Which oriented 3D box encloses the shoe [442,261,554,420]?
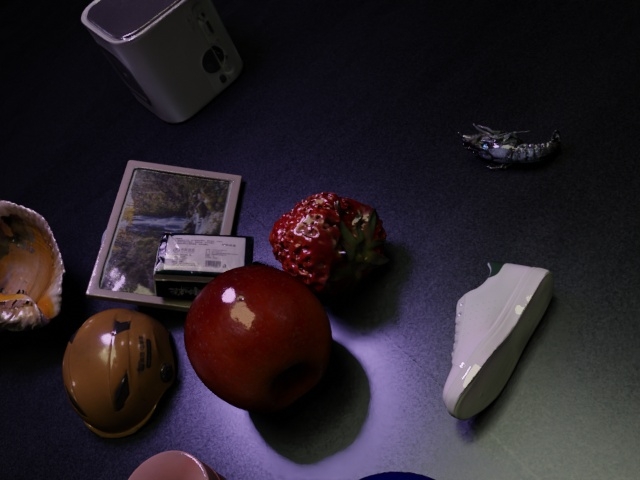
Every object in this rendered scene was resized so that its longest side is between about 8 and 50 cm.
[{"bbox_3d":[0.238,0.137,1.020,0.110,0.095,0.265,23,62,41],"label":"shoe"}]

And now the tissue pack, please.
[{"bbox_3d":[-0.206,0.046,1.237,0.170,0.090,0.103,5,54,-7],"label":"tissue pack"}]

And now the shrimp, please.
[{"bbox_3d":[0.328,-0.166,1.206,0.174,0.082,0.076,3,52,16],"label":"shrimp"}]

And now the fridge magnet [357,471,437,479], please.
[{"bbox_3d":[0.092,0.421,0.853,0.265,0.113,0.265,-12,51,15],"label":"fridge magnet"}]

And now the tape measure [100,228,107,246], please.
[{"bbox_3d":[-0.385,0.009,1.372,0.054,0.094,0.091,-2,53,38],"label":"tape measure"}]

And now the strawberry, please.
[{"bbox_3d":[0.000,0.000,1.168,0.201,0.184,0.187,12,57,41],"label":"strawberry"}]

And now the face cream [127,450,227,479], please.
[{"bbox_3d":[-0.204,0.394,1.006,0.149,0.104,0.149,-12,52,15],"label":"face cream"}]

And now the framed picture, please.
[{"bbox_3d":[-0.290,-0.014,1.333,0.240,0.020,0.324,9,56,-2],"label":"framed picture"}]

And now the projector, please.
[{"bbox_3d":[-0.359,-0.460,1.607,0.248,0.249,0.248,-42,50,-11],"label":"projector"}]

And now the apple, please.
[{"bbox_3d":[-0.096,0.149,1.067,0.218,0.218,0.201,-37,54,-6],"label":"apple"}]

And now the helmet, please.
[{"bbox_3d":[-0.363,0.212,1.193,0.198,0.130,0.224,-13,53,18],"label":"helmet"}]

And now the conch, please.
[{"bbox_3d":[-0.647,0.076,1.378,0.352,0.210,0.297,23,73,5],"label":"conch"}]
